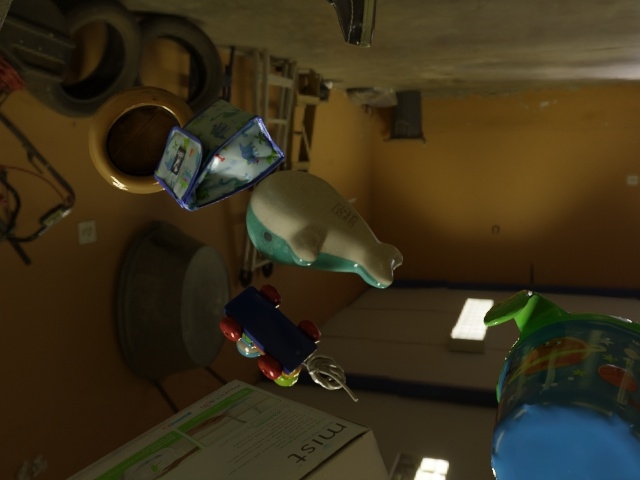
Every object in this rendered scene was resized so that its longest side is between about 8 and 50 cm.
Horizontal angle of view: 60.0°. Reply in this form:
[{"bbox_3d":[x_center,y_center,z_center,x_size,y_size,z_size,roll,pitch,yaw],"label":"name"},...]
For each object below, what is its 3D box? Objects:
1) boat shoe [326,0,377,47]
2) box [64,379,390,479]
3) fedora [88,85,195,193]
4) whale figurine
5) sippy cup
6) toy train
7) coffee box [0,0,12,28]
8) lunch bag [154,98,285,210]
[{"bbox_3d":[0.012,-0.303,0.600,0.074,0.223,0.080,-5,161,-8],"label":"boat shoe"},{"bbox_3d":[-0.104,0.240,0.442,0.262,0.126,0.231,-26,-167,-34],"label":"box"},{"bbox_3d":[-0.314,-0.179,0.994,0.194,0.194,0.079,-4,-168,-19],"label":"fedora"},{"bbox_3d":[0.000,0.000,0.932,0.272,0.141,0.216,32,-148,3],"label":"whale figurine"},{"bbox_3d":[0.301,0.219,0.631,0.306,0.240,0.224,27,-160,24],"label":"sippy cup"},{"bbox_3d":[-0.048,0.195,0.884,0.248,0.143,0.105,40,-119,19],"label":"toy train"},{"bbox_3d":[-0.545,-0.280,0.767,0.141,0.098,0.247,23,146,-36],"label":"coffee box"},{"bbox_3d":[-0.150,-0.114,0.761,0.151,0.096,0.129,-43,-141,-9],"label":"lunch bag"}]
